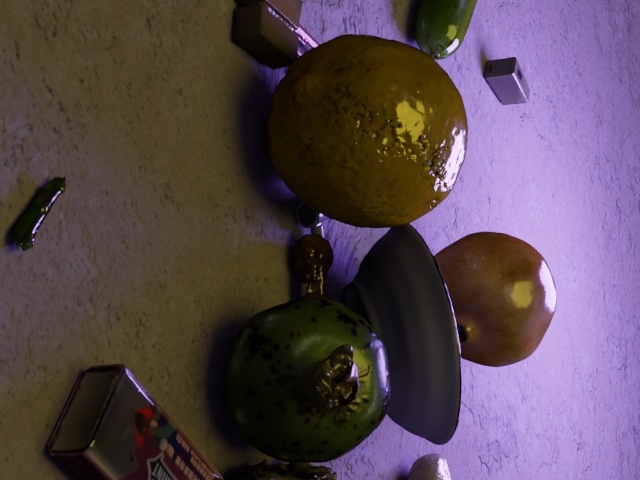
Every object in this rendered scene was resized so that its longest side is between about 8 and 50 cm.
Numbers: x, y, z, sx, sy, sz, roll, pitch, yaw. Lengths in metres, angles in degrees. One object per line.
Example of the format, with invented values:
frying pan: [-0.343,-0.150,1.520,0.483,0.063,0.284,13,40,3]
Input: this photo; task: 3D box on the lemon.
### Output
lemon: [0.069,-0.143,1.805,0.310,0.258,0.257,24,64,-54]

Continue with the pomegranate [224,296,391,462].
pomegranate: [-0.007,0.172,1.643,0.211,0.263,0.211,0,89,-19]

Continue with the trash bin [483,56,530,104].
trash bin: [0.351,-0.297,2.538,0.092,0.061,0.043,51,43,-48]

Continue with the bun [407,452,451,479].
bun: [0.168,0.385,2.073,0.115,0.069,0.115,-10,90,-81]

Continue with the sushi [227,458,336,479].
sushi: [-0.045,0.337,1.637,0.291,0.131,0.139,29,56,-81]

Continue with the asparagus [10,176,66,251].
asparagus: [-0.290,-0.029,1.394,0.025,0.021,0.108,66,33,-36]

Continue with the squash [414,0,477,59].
squash: [0.233,-0.455,2.321,0.101,0.101,0.378,56,44,-40]

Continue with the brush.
brush: [-0.037,-0.275,1.860,0.233,0.047,0.103,32,57,-55]

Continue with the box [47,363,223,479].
box: [-0.194,0.244,1.462,0.224,0.069,0.120,56,40,-39]

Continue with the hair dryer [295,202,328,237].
hair dryer: [0.000,0.000,1.890,0.063,0.038,0.124,-29,115,-59]

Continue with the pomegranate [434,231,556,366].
pomegranate: [0.267,0.091,2.164,0.233,0.233,0.233,18,69,-58]

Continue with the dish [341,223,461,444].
dish: [0.096,0.134,1.871,0.316,0.106,0.316,171,-90,-78]

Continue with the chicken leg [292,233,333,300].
chicken leg: [0.001,0.116,1.829,0.107,0.087,0.251,46,36,-79]
